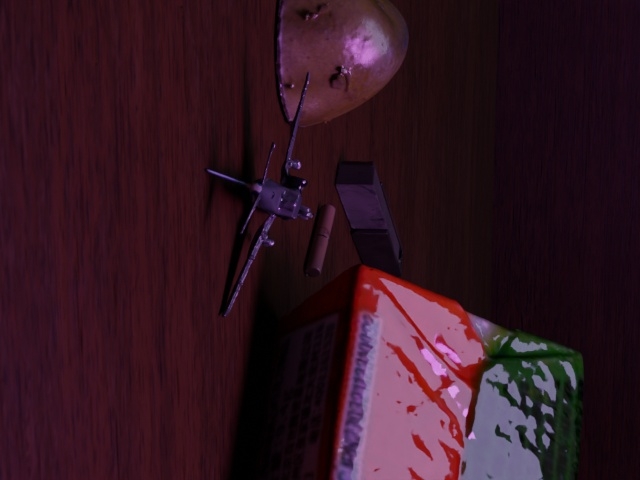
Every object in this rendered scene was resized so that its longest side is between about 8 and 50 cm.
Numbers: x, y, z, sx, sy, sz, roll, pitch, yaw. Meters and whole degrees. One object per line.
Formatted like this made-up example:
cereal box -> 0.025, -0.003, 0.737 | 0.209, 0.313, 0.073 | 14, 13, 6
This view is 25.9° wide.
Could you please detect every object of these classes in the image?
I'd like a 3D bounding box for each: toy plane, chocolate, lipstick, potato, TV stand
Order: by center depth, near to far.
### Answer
toy plane -> -0.044, -0.038, 1.250 | 0.226, 0.058, 0.226 | 25, 84, -76
chocolate -> 0.095, 0.244, 1.379 | 0.341, 0.161, 0.360 | 24, 63, -34
potato -> 0.031, -0.206, 1.428 | 0.202, 0.117, 0.182 | -33, 122, -74
lipstick -> 0.000, 0.000, 1.543 | 0.019, 0.019, 0.094 | 78, 19, -48
TV stand -> 0.064, -0.024, 1.758 | 0.256, 0.048, 0.040 | 66, 28, -62
